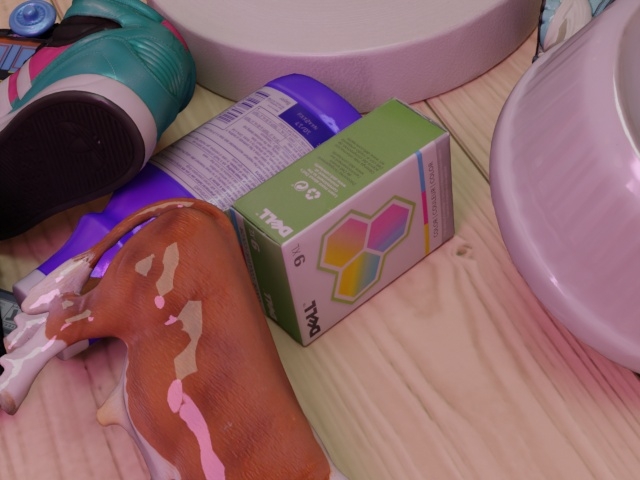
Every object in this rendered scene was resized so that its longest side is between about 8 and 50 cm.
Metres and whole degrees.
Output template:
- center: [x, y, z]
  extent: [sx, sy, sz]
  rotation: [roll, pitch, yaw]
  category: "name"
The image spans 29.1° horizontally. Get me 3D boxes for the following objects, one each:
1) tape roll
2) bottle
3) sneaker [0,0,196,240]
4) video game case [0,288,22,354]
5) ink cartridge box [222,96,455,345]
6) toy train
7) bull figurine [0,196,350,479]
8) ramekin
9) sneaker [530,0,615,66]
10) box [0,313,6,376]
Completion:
- center: [0.026, -0.270, 1.150]
  extent: [0.392, 0.072, 0.392]
  rotation: [-5, 47, 5]
  category: "tape roll"
- center: [-0.092, -0.016, 0.917]
  extent: [0.283, 0.092, 0.118]
  rotation: [-36, 53, -23]
  category: "bottle"
- center: [-0.208, -0.108, 0.963]
  extent: [0.295, 0.124, 0.178]
  rotation: [-11, 34, 37]
  category: "sneaker"
- center: [-0.343, 0.125, 0.872]
  extent: [0.196, 0.026, 0.274]
  rotation: [15, 52, 21]
  category: "video game case"
- center: [0.000, 0.000, 0.878]
  extent: [0.209, 0.109, 0.062]
  rotation: [-35, 51, -22]
  category: "ink cartridge box"
- center: [-0.209, -0.146, 1.069]
  extent: [0.184, 0.080, 0.105]
  rotation: [8, 58, 13]
  category: "toy train"
- center: [-0.078, 0.126, 0.742]
  extent: [0.188, 0.101, 0.310]
  rotation: [-21, 68, -3]
  category: "bull figurine"
- center: [0.256, -0.052, 0.804]
  extent: [0.273, 0.127, 0.272]
  rotation: [7, 62, -14]
  category: "ramekin"
- center: [0.220, -0.107, 0.946]
  extent: [0.122, 0.110, 0.283]
  rotation: [7, 49, 10]
  category: "sneaker"
- center: [-0.284, 0.017, 0.840]
  extent: [0.093, 0.156, 0.158]
  rotation: [-16, 47, -5]
  category: "box"
